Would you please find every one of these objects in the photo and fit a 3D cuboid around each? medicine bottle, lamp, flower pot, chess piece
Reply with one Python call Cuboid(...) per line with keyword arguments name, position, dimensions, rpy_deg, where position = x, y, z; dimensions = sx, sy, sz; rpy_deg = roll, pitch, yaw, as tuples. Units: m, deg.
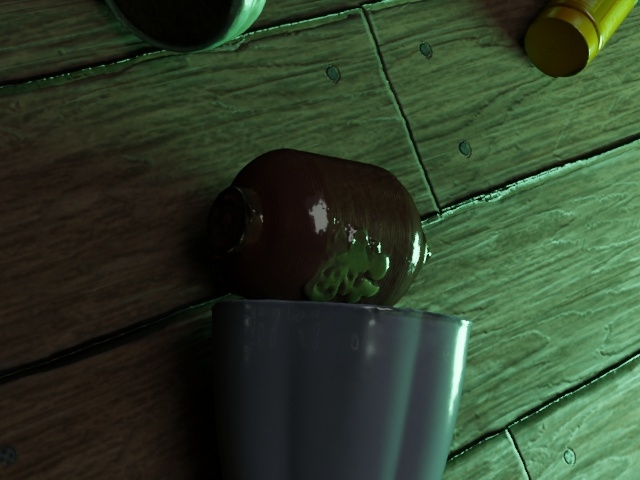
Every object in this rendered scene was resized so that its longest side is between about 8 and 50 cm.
Cuboid(name="medicine bottle", position=(0.357, -0.307, 1.957), dimensions=(0.096, 0.096, 0.192), rpy_deg=(51, 50, -14))
Cuboid(name="lamp", position=(0.000, 0.000, 1.512), dimensions=(0.258, 0.180, 0.180), rpy_deg=(11, 68, -38))
Cuboid(name="flower pot", position=(0.017, 0.187, 1.414), dimensions=(0.265, 0.265, 0.243), rpy_deg=(7, 81, -38))
Cuboid(name="chess piece", position=(-0.092, -0.341, 1.555), dimensions=(0.194, 0.195, 0.299), rpy_deg=(54, 40, -11))
